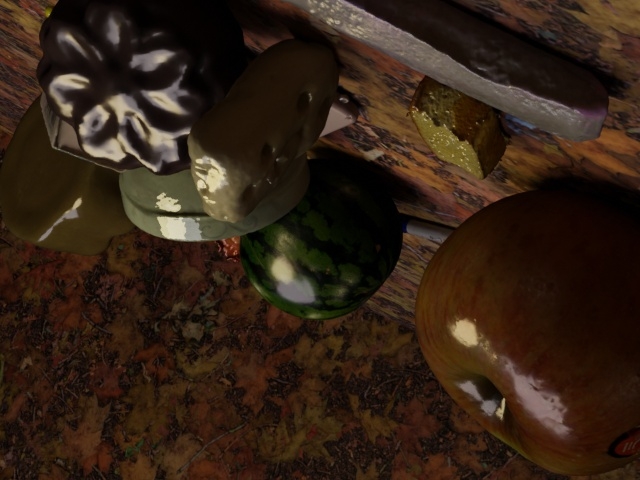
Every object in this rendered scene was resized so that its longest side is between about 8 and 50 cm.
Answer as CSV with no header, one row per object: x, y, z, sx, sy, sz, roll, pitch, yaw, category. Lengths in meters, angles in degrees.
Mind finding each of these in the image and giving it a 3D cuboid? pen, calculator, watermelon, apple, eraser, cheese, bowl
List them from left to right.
-0.368,-0.201,1.942,0.130,0.086,0.287,16,-165,-23,eraser
-0.176,-0.141,1.947,0.307,0.307,0.163,23,137,33,bowl
-0.066,-0.146,1.561,0.093,0.263,0.159,27,149,16,cheese
-0.025,-0.178,1.763,0.175,0.032,0.100,-19,149,39,calculator
0.000,0.000,2.121,0.285,0.285,0.285,27,172,4,watermelon
0.215,-0.012,2.221,0.033,0.033,0.269,34,169,-38,pen
0.331,0.112,1.644,0.400,0.333,0.400,44,162,18,apple

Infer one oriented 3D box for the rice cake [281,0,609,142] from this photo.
0.111,-0.210,1.242,0.399,0.064,0.070,27,162,6,rice cake

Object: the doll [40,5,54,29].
-0.403,-0.327,2.077,0.241,0.098,0.135,62,-176,-74,doll

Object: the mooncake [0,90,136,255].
-0.501,-0.148,2.586,0.200,0.379,0.378,21,178,-42,mooncake

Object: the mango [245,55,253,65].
-0.242,-0.250,1.791,0.331,0.142,0.195,23,154,-24,mango

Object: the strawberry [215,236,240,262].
-0.118,-0.073,2.590,0.234,0.234,0.178,30,-160,-16,strawberry

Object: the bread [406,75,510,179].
0.170,-0.138,1.510,0.103,0.065,0.187,31,172,20,bread

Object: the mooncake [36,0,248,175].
-0.236,-0.216,1.598,0.283,0.283,0.141,27,-145,4,mooncake
